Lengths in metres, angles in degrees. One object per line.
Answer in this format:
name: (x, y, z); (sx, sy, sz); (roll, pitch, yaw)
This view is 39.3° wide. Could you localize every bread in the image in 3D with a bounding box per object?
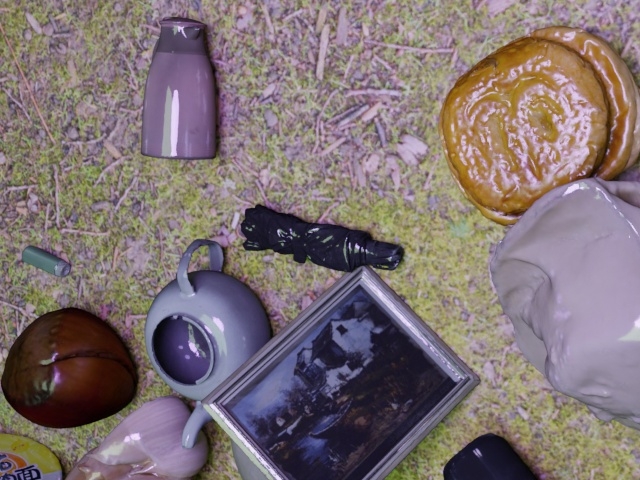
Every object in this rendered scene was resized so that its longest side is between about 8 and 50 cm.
bread: (0.245, -0.131, 1.025); (0.236, 0.120, 0.198); (-31, 80, 28)

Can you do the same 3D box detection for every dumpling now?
dumpling: (0.355, 0.104, 1.012); (0.395, 0.233, 0.315); (42, 150, -4)

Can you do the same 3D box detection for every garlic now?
garlic: (-0.288, 0.379, 1.362); (0.281, 0.203, 0.184); (-41, 70, 30)

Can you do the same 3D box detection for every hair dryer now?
hair dryer: (0.175, 0.431, 1.177); (0.352, 0.107, 0.189); (-55, 54, 25)

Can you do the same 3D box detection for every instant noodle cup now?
instant noodle cup: (-0.574, 0.487, 1.529); (0.264, 0.264, 0.200); (21, 120, 22)

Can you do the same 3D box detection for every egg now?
egg: (-0.036, 0.254, 1.223); (0.183, 0.183, 0.217); (-4, 111, 28)

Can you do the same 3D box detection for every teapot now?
teapot: (-0.169, 0.141, 1.297); (0.193, 0.129, 0.294); (5, 105, 25)

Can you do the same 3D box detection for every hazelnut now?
hazelnut: (-0.386, 0.211, 1.409); (0.208, 0.208, 0.208); (7, 105, 26)

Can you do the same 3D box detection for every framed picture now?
framed picture: (0.031, 0.193, 1.150); (0.232, 0.296, 0.019); (45, 160, 10)

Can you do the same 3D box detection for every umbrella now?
umbrella: (0.000, 0.000, 1.219); (0.236, 0.059, 0.066); (11, 124, 26)

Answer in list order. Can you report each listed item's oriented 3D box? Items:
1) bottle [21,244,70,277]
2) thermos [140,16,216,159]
bottle: (-0.451, 0.035, 1.472); (0.083, 0.030, 0.030); (21, 111, 20)
thermos: (-0.204, -0.215, 1.255); (0.137, 0.105, 0.193); (18, 109, 56)
